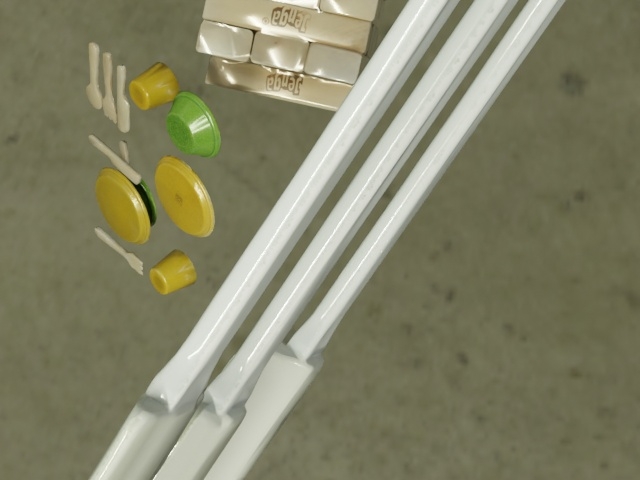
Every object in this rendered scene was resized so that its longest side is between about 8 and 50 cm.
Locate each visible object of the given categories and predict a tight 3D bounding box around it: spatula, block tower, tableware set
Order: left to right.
[{"bbox_3d":[-0.086,-0.033,0.967,0.104,0.024,0.154,39,144,30],"label":"tableware set"},{"bbox_3d":[0.000,0.000,0.443,0.019,0.168,0.242,36,100,12],"label":"spatula"},{"bbox_3d":[0.015,-0.238,0.949,0.091,0.097,0.335,13,95,4],"label":"block tower"}]
